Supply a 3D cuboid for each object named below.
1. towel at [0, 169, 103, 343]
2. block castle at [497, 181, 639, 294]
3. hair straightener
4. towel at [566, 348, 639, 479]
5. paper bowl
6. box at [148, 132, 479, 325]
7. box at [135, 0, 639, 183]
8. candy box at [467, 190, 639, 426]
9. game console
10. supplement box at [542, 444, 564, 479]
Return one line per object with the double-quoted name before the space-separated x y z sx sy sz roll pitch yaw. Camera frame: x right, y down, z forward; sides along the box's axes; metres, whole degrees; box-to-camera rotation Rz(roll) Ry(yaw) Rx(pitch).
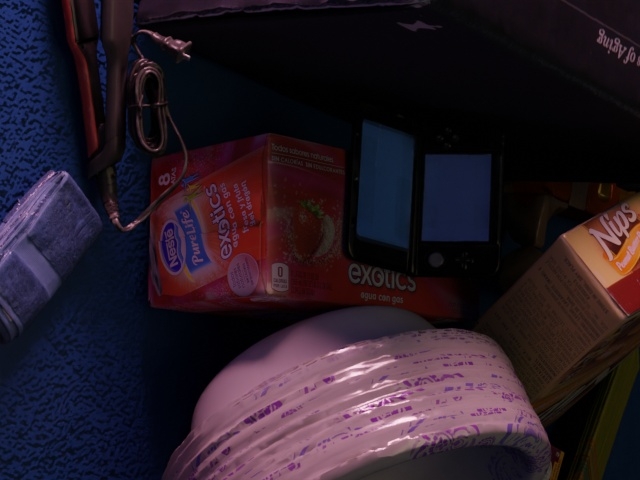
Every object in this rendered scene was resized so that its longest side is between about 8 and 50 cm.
"towel" -0.201 0.011 1.218 0.119 0.029 0.067 -55 130 -31
"block castle" 0.358 -0.117 1.627 0.213 0.303 0.453 19 79 -48
"hair straightener" -0.136 -0.121 1.236 0.047 0.089 0.230 -18 106 -70
"towel" 0.274 0.196 1.730 0.102 0.021 0.237 75 34 -52
"paper bowl" 0.017 0.156 1.308 0.284 0.284 0.148 8 48 -48
"box" 0.000 0.000 1.359 0.257 0.128 0.122 9 77 -47
"box" 0.154 -0.326 1.395 0.480 0.297 0.471 20 76 -47
"candy box" 0.195 0.080 1.436 0.183 0.316 0.087 -24 71 -39
"game console" 0.080 -0.038 1.308 0.071 0.107 0.122 43 49 -72
"supplement box" 0.186 0.209 1.644 0.083 0.043 0.055 31 71 -44
